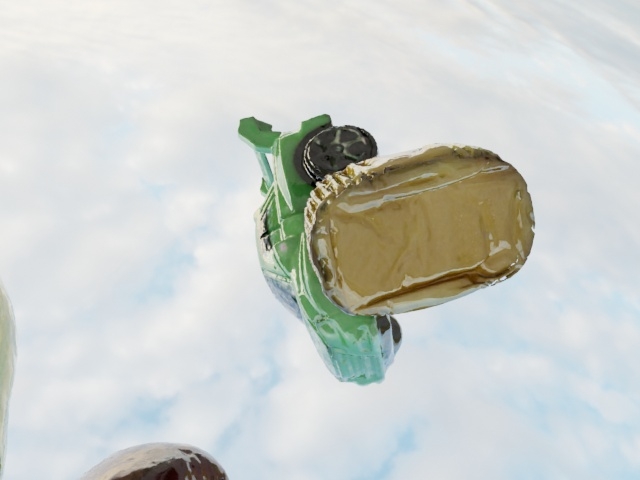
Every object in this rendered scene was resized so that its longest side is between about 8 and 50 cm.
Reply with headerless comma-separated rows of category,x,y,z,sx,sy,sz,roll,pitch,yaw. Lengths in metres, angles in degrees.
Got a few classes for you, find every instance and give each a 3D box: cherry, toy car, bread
cherry,-0.224,0.359,0.634,0.203,0.300,0.230,63,-172,-8
toy car,0.000,0.000,0.678,0.176,0.213,0.358,-10,-123,3
bread,0.079,-0.014,0.469,0.191,0.132,0.114,-12,-167,-4

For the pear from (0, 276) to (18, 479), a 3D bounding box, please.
pear,-0.460,0.112,0.460,0.418,0.362,0.362,46,-139,14
